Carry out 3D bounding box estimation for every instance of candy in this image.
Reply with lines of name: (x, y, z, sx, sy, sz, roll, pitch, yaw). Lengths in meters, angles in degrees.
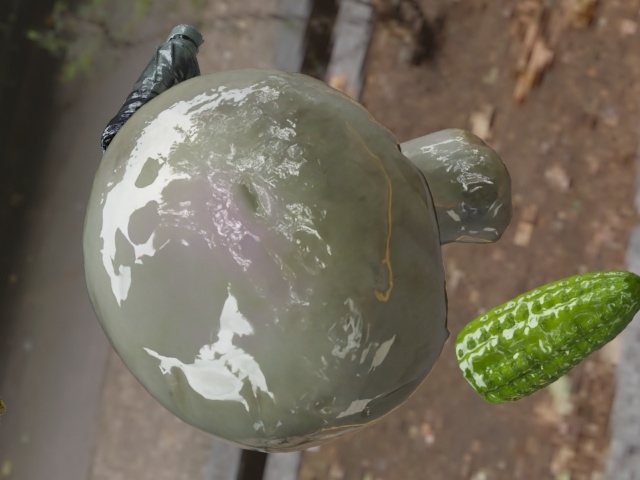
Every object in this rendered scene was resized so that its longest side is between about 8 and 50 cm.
candy: (0.230, 0.087, 1.847, 0.209, 0.096, 0.097, -31, 44, 29)

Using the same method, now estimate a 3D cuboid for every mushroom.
mushroom: (-0.010, 0.021, 1.480, 0.315, 0.356, 0.315, -176, 90, -83)

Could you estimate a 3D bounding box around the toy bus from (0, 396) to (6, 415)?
toy bus: (-0.377, 0.207, 1.376, 0.145, 0.331, 0.151, -37, 74, 47)

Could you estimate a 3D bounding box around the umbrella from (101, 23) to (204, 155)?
umbrella: (-0.142, -0.125, 1.638, 0.046, 0.050, 0.188, -32, 21, 34)
